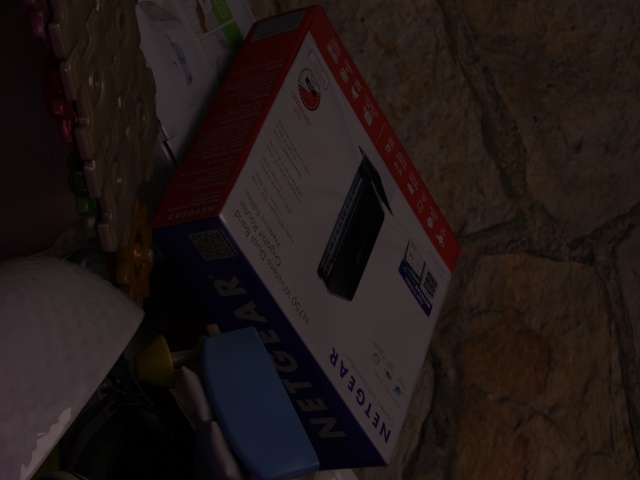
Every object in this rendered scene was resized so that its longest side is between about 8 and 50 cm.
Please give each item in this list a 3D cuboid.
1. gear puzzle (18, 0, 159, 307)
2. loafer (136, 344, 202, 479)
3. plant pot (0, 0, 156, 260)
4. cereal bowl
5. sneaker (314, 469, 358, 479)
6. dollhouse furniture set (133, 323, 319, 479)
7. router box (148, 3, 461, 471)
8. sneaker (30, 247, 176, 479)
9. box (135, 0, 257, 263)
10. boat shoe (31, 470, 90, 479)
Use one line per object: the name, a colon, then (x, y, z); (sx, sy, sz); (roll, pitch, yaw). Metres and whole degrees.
gear puzzle: (-0.160, -0.094, 1.142); (0.175, 0.044, 0.339); (-79, 165, -51)
loafer: (-0.103, 0.272, 1.450); (0.130, 0.134, 0.366); (3, 63, -50)
plant pot: (-0.292, -0.154, 1.225); (0.305, 0.333, 0.334); (51, 38, -46)
cereal bowl: (-0.274, 0.140, 1.103); (0.141, 0.339, 0.339); (37, 42, -5)
sneaker: (0.031, 0.360, 1.625); (0.290, 0.106, 0.123); (56, 46, -10)
dollhouse furniture set: (-0.112, 0.267, 1.270); (0.198, 0.286, 0.303); (-13, 55, -19)
router box: (0.000, 0.000, 1.537); (0.335, 0.082, 0.301); (57, 38, -33)
sneaker: (-0.181, 0.148, 1.382); (0.111, 0.121, 0.300); (17, 62, -52)
box: (-0.146, -0.138, 1.560); (0.231, 0.126, 0.262); (-42, 110, -53)
boat shoe: (-0.264, 0.381, 1.050); (0.156, 0.187, 0.500); (31, 70, -31)
